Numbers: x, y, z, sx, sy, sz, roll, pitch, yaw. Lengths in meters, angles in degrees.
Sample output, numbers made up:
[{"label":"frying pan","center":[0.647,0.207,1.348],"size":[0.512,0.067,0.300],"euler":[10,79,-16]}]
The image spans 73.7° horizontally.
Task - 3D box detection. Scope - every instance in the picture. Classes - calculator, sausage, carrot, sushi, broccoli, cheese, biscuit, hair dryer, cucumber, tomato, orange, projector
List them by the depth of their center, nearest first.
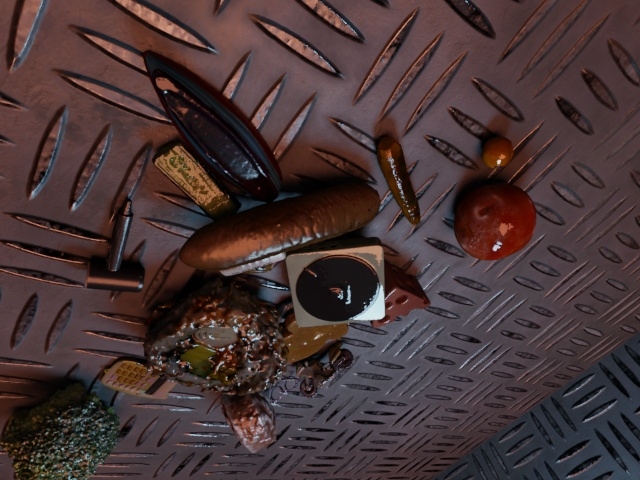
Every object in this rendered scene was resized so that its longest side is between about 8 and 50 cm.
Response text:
[{"label":"cucumber","center":[-0.270,-0.129,0.942],"size":[0.078,0.062,0.211],"euler":[-40,127,0]},{"label":"sausage","center":[-0.077,-0.037,0.993],"size":[0.501,0.136,0.123],"euler":[-18,97,-20]},{"label":"hair dryer","center":[-0.456,0.017,0.997],"size":[0.128,0.070,0.255],"euler":[13,120,-30]},{"label":"orange","center":[0.458,-0.228,1.107],"size":[0.084,0.083,0.083],"euler":[-11,133,-12]},{"label":"carrot","center":[0.211,-0.138,1.112],"size":[0.066,0.066,0.314],"euler":[-28,137,5]},{"label":"projector","center":[0.046,0.116,1.184],"size":[0.257,0.079,0.259],"euler":[-6,123,1]},{"label":"sushi","center":[-0.298,0.295,1.205],"size":[0.418,0.175,0.417],"euler":[-4,130,-5]},{"label":"tomato","center":[0.499,-0.047,1.207],"size":[0.232,0.188,0.232],"euler":[-12,135,-12]},{"label":"broccoli","center":[-0.748,0.555,1.270],"size":[0.249,0.302,0.375],"euler":[-51,160,-2]},{"label":"calculator","center":[-0.563,0.433,1.346],"size":[0.236,0.033,0.157],"euler":[32,115,-36]},{"label":"cheese","center":[0.210,0.182,1.354],"size":[0.177,0.128,0.203],"euler":[-43,135,21]},{"label":"biscuit","center":[-0.030,0.290,1.392],"size":[0.275,0.052,0.355],"euler":[20,125,-44]}]

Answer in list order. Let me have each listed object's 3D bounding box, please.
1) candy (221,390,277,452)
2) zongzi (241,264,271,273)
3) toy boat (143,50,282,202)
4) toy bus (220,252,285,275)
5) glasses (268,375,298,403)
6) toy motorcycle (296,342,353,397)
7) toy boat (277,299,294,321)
[{"label":"candy","center":[-0.241,0.609,1.495],"size":[0.157,0.214,0.289],"euler":[-24,135,-7]},{"label":"zongzi","center":[-0.184,0.080,1.171],"size":[0.076,0.040,0.083],"euler":[20,133,-41]},{"label":"toy boat","center":[-0.210,-0.213,0.880],"size":[0.136,0.079,0.392],"euler":[-34,136,8]},{"label":"toy bus","center":[-0.183,0.028,1.086],"size":[0.194,0.089,0.087],"euler":[-16,133,-5]},{"label":"glasses","center":[-0.162,0.526,1.556],"size":[0.140,0.062,0.104],"euler":[-36,131,11]},{"label":"toy motorcycle","center":[0.003,0.449,1.523],"size":[0.229,0.130,0.094],"euler":[-40,156,-2]},{"label":"toy boat","center":[-0.084,0.229,1.352],"size":[0.105,0.034,0.149],"euler":[-36,146,10]}]
